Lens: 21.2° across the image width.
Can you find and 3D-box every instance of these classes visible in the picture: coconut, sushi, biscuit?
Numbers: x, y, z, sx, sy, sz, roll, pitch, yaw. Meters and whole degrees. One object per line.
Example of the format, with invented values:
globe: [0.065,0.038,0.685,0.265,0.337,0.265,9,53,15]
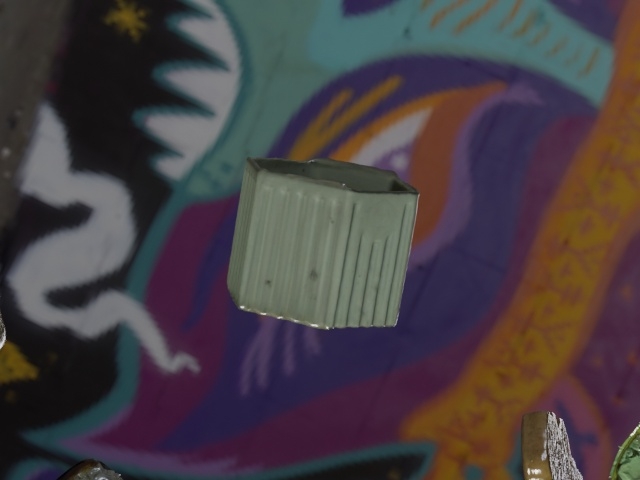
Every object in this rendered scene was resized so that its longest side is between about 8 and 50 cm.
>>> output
coconut: [0.402,0.253,1.960,0.158,0.055,0.133,33,-66,62]
sushi: [-0.176,0.182,1.187,0.083,0.046,0.044,-40,141,7]
biscuit: [0.289,0.309,2.106,0.320,0.047,0.183,32,55,-69]

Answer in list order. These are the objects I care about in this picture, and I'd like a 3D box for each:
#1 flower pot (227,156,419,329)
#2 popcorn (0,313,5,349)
flower pot: [0.000,0.000,2.186,0.239,0.209,0.189,-2,104,-43]
popcorn: [-0.477,0.057,1.646,0.312,0.312,0.312,-62,171,-17]
